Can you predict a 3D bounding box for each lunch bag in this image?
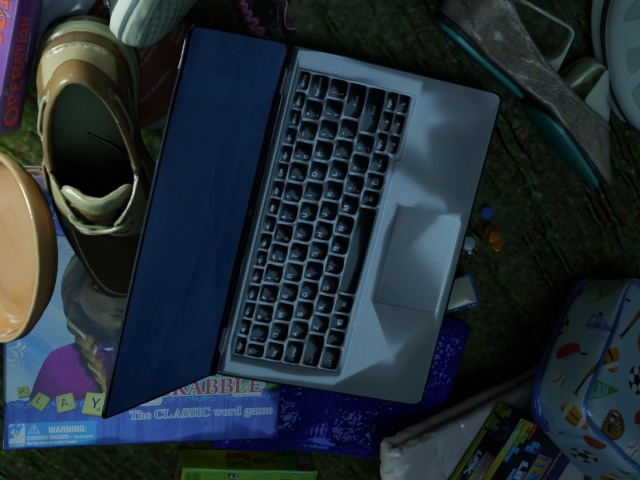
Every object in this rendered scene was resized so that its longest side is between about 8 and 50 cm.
[{"bbox_3d":[0.408,0.198,1.662,0.303,0.115,0.243,44,58,-32],"label":"lunch bag"}]

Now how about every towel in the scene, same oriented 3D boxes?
[{"bbox_3d":[0.023,0.185,1.627,0.308,0.076,0.227,6,119,-17],"label":"towel"},{"bbox_3d":[0.223,0.336,1.727,0.317,0.053,0.331,-23,125,-23],"label":"towel"}]

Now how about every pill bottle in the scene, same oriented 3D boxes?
[{"bbox_3d":[-0.221,-0.217,1.304,0.121,0.121,0.216,-45,120,13],"label":"pill bottle"}]

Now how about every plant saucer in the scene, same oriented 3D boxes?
[{"bbox_3d":[-0.325,0.005,1.328,0.037,0.200,0.200,-7,124,-39],"label":"plant saucer"}]

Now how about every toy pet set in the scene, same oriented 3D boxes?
[{"bbox_3d":[0.163,0.030,1.596,0.122,0.065,0.114,-15,87,-8],"label":"toy pet set"}]

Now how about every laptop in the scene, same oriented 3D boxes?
[{"bbox_3d":[0.000,0.000,1.338,0.408,0.236,0.382,11,100,-17],"label":"laptop"}]

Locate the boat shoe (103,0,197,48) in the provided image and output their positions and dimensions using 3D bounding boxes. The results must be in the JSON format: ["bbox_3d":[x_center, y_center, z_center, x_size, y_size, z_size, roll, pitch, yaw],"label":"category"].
[{"bbox_3d":[-0.114,-0.422,1.159,0.156,0.187,0.500,20,103,6],"label":"boat shoe"}]

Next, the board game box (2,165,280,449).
[{"bbox_3d":[-0.201,0.074,1.462,0.319,0.066,0.318,-1,103,-14],"label":"board game box"}]

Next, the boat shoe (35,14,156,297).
[{"bbox_3d":[-0.225,-0.061,1.277,0.123,0.120,0.324,-6,130,2],"label":"boat shoe"}]

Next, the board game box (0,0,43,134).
[{"bbox_3d":[-0.343,-0.295,1.201,0.208,0.056,0.346,24,117,16],"label":"board game box"}]

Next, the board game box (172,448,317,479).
[{"bbox_3d":[-0.103,0.326,1.696,0.181,0.043,0.092,4,119,-16],"label":"board game box"}]

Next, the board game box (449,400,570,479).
[{"bbox_3d":[0.241,0.304,1.655,0.141,0.048,0.170,25,99,-40],"label":"board game box"}]

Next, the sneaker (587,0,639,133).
[{"bbox_3d":[0.416,-0.277,1.348,0.169,0.257,0.447,-5,121,-12],"label":"sneaker"}]

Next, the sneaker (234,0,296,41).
[{"bbox_3d":[-0.062,-0.257,1.371,0.057,0.047,0.119,-29,130,-4],"label":"sneaker"}]

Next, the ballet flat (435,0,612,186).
[{"bbox_3d":[0.264,-0.185,1.459,0.106,0.107,0.316,-46,121,4],"label":"ballet flat"}]
